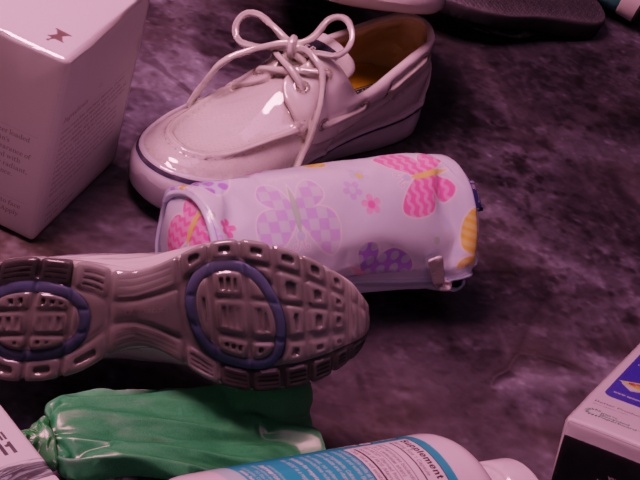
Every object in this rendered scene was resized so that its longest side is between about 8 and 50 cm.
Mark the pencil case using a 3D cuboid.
[{"bbox_3d":[0.000,0.000,1.436,0.273,0.113,0.124,-7,76,-31],"label":"pencil case"}]

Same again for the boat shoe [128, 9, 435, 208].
[{"bbox_3d":[-0.017,-0.140,1.571,0.367,0.156,0.136,-22,51,-42],"label":"boat shoe"}]

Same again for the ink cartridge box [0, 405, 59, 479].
[{"bbox_3d":[-0.228,0.202,1.090,0.153,0.087,0.208,-16,47,-39],"label":"ink cartridge box"}]

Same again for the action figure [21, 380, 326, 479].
[{"bbox_3d":[-0.111,0.146,1.235,0.232,0.063,0.137,5,40,-25],"label":"action figure"}]

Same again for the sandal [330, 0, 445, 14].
[{"bbox_3d":[0.023,-0.313,1.771,0.169,0.102,0.416,3,18,-12],"label":"sandal"}]

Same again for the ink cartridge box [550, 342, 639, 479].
[{"bbox_3d":[0.309,0.141,1.367,0.165,0.065,0.332,19,22,21],"label":"ink cartridge box"}]

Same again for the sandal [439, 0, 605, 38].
[{"bbox_3d":[0.202,-0.252,1.915,0.254,0.054,0.097,8,43,-30],"label":"sandal"}]

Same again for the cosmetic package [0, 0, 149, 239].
[{"bbox_3d":[-0.251,-0.134,1.439,0.151,0.184,0.151,26,37,9],"label":"cosmetic package"}]

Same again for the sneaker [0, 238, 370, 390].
[{"bbox_3d":[-0.112,0.045,1.286,0.297,0.111,0.129,4,6,-1],"label":"sneaker"}]

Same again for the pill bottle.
[{"bbox_3d":[0.023,0.208,1.143,0.264,0.146,0.146,-5,42,-30],"label":"pill bottle"}]

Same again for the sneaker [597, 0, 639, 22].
[{"bbox_3d":[0.335,-0.379,2.079,0.178,0.124,0.295,30,36,2],"label":"sneaker"}]
